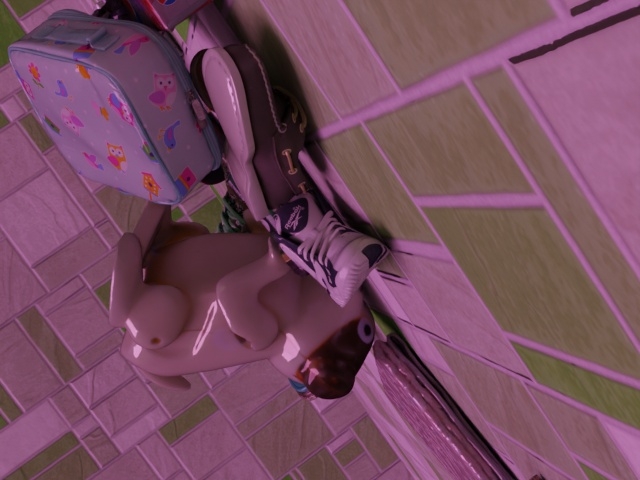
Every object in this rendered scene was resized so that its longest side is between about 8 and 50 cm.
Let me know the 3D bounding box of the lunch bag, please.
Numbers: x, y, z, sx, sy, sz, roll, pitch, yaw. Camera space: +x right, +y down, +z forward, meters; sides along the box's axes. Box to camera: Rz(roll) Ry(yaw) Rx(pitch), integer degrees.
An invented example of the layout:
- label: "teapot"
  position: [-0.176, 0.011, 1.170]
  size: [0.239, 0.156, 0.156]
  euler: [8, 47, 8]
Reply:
- label: "lunch bag"
  position: [-0.253, -0.171, 1.118]
  size: [0.279, 0.108, 0.224]
  euler: [18, 140, 40]

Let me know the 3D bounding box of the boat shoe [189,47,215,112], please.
- label: "boat shoe"
  position: [-0.087, -0.169, 1.150]
  size: [0.072, 0.068, 0.190]
  euler: [23, 163, 49]

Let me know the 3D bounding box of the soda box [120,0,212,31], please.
- label: "soda box"
  position: [-0.189, -0.304, 1.066]
  size: [0.092, 0.083, 0.263]
  euler: [56, 172, -19]

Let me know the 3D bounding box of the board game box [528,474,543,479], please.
- label: "board game box"
  position: [0.324, 0.484, 1.153]
  size: [0.232, 0.141, 0.291]
  euler: [47, 170, 47]

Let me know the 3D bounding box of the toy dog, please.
- label: "toy dog"
  position: [-0.114, 0.120, 1.459]
  size: [0.284, 0.408, 0.395]
  euler: [-80, 1, -69]

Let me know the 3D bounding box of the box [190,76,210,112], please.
- label: "box"
  position: [-0.273, -0.244, 1.686]
  size: [0.081, 0.136, 0.028]
  euler: [50, 163, 32]

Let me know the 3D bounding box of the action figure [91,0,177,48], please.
- label: "action figure"
  position: [-0.279, -0.340, 1.258]
  size: [0.285, 0.099, 0.185]
  euler: [66, -162, -7]

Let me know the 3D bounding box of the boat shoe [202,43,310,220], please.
- label: "boat shoe"
  position: [-0.066, -0.129, 1.043]
  size: [0.109, 0.091, 0.305]
  euler: [61, 170, 25]

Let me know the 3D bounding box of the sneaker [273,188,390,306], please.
- label: "sneaker"
  position: [0.000, 0.000, 1.141]
  size: [0.153, 0.094, 0.235]
  euler: [39, -178, 3]

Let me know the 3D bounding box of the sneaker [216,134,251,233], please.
- label: "sneaker"
  position: [-0.127, -0.013, 1.624]
  size: [0.158, 0.182, 0.410]
  euler: [48, 170, 41]

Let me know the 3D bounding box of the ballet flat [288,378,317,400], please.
- label: "ballet flat"
  position: [-0.005, 0.168, 1.863]
  size: [0.182, 0.164, 0.483]
  euler: [28, -163, -30]

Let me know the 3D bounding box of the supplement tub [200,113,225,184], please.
- label: "supplement tub"
  position: [-0.254, -0.210, 1.856]
  size: [0.198, 0.106, 0.106]
  euler: [51, 172, 33]

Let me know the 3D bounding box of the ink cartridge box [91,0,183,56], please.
- label: "ink cartridge box"
  position: [-0.364, -0.343, 1.692]
  size: [0.154, 0.093, 0.212]
  euler: [54, 149, -1]

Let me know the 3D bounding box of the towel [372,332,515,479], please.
- label: "towel"
  position: [0.213, 0.328, 1.522]
  size: [0.332, 0.053, 0.317]
  euler: [51, 171, 26]

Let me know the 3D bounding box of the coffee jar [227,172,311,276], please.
- label: "coffee jar"
  position: [-0.044, -0.042, 1.287]
  size: [0.184, 0.096, 0.079]
  euler: [54, 169, -3]
